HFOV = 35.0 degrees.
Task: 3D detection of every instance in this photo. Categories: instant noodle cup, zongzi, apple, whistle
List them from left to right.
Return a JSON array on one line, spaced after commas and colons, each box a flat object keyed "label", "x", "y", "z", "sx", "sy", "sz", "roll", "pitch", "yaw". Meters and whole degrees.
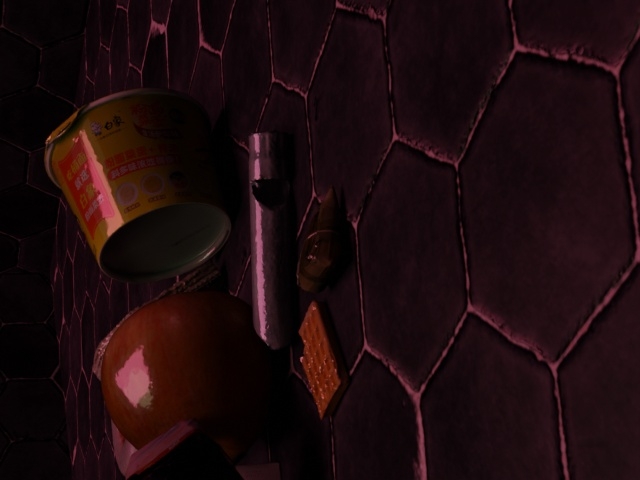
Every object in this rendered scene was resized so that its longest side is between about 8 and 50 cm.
[{"label": "instant noodle cup", "x": -0.299, "y": -0.081, "z": 1.738, "sx": 0.221, "sy": 0.311, "sz": 0.311, "roll": 65, "pitch": 148, "yaw": 29}, {"label": "apple", "x": -0.188, "y": 0.210, "z": 1.495, "sx": 0.264, "sy": 0.264, "sz": 0.264, "roll": 180, "pitch": 90, "yaw": -68}, {"label": "whistle", "x": -0.071, "y": 0.000, "z": 1.450, "sx": 0.062, "sy": 0.062, "sz": 0.312, "roll": 168, "pitch": 101, "yaw": -67}, {"label": "zongzi", "x": 0.000, "y": 0.000, "z": 1.303, "sx": 0.104, "sy": 0.052, "sz": 0.113, "roll": 119, "pitch": 158, "yaw": -60}]

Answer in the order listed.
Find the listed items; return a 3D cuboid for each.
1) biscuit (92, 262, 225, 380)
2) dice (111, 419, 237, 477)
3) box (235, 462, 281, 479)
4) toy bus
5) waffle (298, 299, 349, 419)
[{"label": "biscuit", "x": -0.278, "y": 0.139, "z": 1.741, "sx": 0.046, "sy": 0.250, "sz": 0.147, "roll": 47, "pitch": 145, "yaw": 14}, {"label": "dice", "x": -0.242, "y": 0.292, "z": 1.699, "sx": 0.194, "sy": 0.191, "sz": 0.193, "roll": 126, "pitch": 137, "yaw": -58}, {"label": "box", "x": -0.124, "y": 0.373, "z": 1.547, "sx": 0.154, "sy": 0.084, "sz": 0.040, "roll": 131, "pitch": 133, "yaw": -58}, {"label": "toy bus", "x": -0.126, "y": 0.379, "z": 1.343, "sx": 0.303, "sy": 0.127, "sz": 0.147, "roll": 54, "pitch": 171, "yaw": -16}, {"label": "waffle", "x": 0.001, "y": 0.154, "z": 1.325, "sx": 0.092, "sy": 0.021, "sz": 0.135, "roll": 112, "pitch": 150, "yaw": -42}]
